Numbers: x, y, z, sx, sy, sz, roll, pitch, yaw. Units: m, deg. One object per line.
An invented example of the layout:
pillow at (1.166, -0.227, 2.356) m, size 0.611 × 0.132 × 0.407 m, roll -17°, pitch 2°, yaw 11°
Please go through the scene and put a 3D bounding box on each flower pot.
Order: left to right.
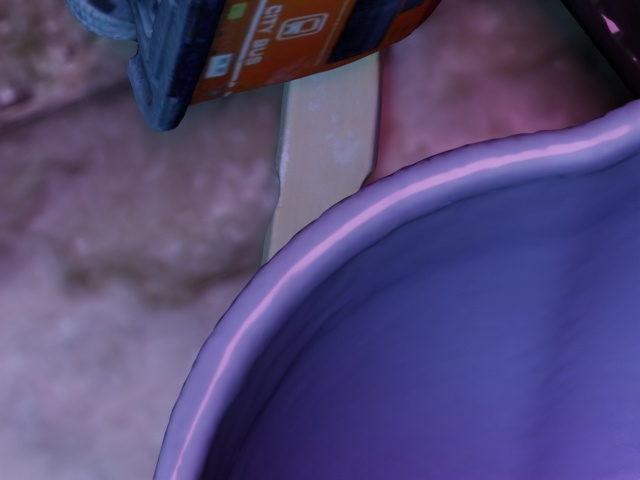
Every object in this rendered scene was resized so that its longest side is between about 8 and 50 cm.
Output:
flower pot at (0.087, 0.131, 0.444) m, size 0.265 × 0.243 × 0.265 m, roll 0°, pitch 68°, yaw 0°

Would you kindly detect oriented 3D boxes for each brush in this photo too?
brush at (0.000, 0.000, 0.587) m, size 0.033 × 0.030 × 0.178 m, roll 3°, pitch 65°, yaw 8°

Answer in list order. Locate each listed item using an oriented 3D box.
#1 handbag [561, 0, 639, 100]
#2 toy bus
handbag at (0.180, -0.074, 0.598) m, size 0.191 × 0.075 × 0.332 m, roll -30°, pitch 79°, yaw -18°
toy bus at (-0.038, -0.177, 0.576) m, size 0.120 × 0.121 × 0.265 m, roll -13°, pitch 74°, yaw -16°
